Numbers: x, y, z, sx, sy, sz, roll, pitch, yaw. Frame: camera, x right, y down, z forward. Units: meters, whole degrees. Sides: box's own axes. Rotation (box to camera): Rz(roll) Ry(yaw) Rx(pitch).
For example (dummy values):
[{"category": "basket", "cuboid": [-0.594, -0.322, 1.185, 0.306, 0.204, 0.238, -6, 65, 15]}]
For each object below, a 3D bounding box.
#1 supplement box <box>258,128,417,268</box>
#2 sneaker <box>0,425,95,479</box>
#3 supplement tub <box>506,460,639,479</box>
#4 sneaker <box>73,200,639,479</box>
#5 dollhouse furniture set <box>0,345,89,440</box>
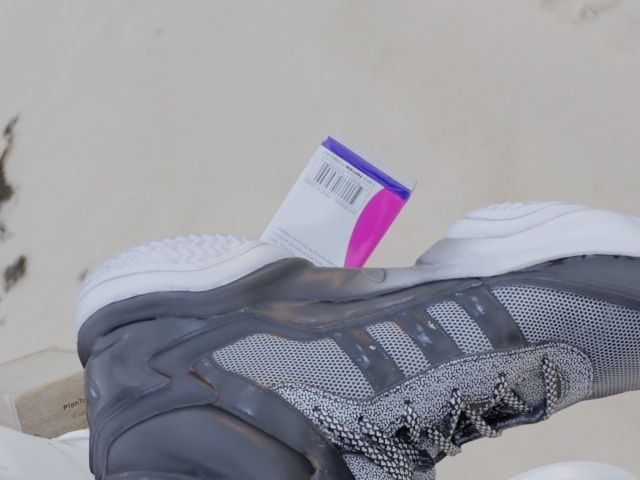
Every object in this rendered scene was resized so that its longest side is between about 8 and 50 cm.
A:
[{"category": "supplement box", "cuboid": [0.000, 0.000, 1.314, 0.220, 0.111, 0.114, -56, -1, 12]}, {"category": "sneaker", "cuboid": [-0.117, 0.154, 0.684, 0.111, 0.297, 0.129, -17, 57, 25]}, {"category": "supplement tub", "cuboid": [0.257, 0.391, 1.073, 0.235, 0.235, 0.325, -46, 37, 22]}, {"category": "sneaker", "cuboid": [0.034, 0.074, 0.447, 0.269, 0.101, 0.153, -3, 49, 4]}, {"category": "dollhouse furniture set", "cuboid": [-0.187, 0.272, 1.026, 0.174, 0.303, 0.355, -3, 104, 55]}]
